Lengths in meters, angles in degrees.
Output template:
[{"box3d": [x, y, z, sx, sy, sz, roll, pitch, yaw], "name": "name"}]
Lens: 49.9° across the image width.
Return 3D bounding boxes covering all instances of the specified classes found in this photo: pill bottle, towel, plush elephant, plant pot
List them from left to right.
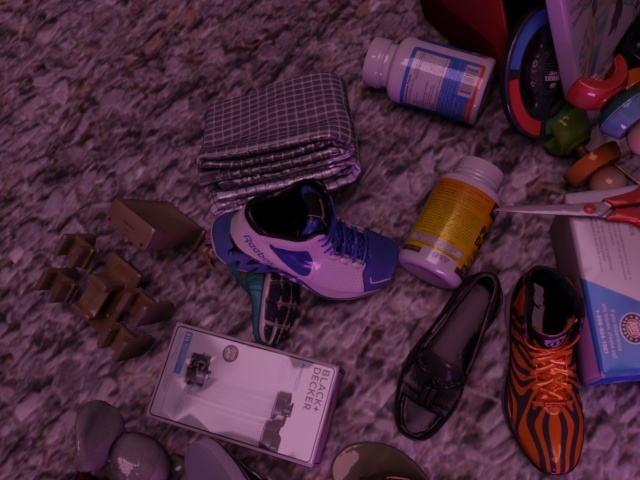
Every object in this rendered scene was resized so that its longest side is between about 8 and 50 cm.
[{"box3d": [-0.338, 0.401, 1.061, 0.330, 0.255, 0.272, -24, 113, 33], "name": "plush elephant"}, {"box3d": [-0.079, -0.181, 1.211, 0.284, 0.121, 0.235, -13, 42, 5], "name": "towel"}, {"box3d": [0.194, -0.299, 1.249, 0.222, 0.124, 0.124, 20, 77, 14], "name": "pill bottle"}, {"box3d": [0.228, -0.033, 1.167, 0.117, 0.117, 0.215, 27, 79, 15], "name": "pill bottle"}, {"box3d": [0.313, -0.489, 1.233, 0.236, 0.267, 0.267, 33, 80, 32], "name": "plant pot"}]

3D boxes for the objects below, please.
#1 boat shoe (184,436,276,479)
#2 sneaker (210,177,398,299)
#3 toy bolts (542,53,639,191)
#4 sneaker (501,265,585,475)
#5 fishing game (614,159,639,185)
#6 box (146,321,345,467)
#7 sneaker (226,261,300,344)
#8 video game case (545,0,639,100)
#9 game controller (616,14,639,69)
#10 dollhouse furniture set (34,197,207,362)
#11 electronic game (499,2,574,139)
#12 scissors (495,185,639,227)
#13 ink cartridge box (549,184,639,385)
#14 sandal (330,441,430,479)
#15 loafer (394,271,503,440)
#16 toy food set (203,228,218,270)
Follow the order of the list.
[{"box3d": [-0.088, 0.422, 1.063, 0.306, 0.105, 0.113, 49, 126, 9], "name": "boat shoe"}, {"box3d": [-0.001, 0.000, 1.093, 0.316, 0.182, 0.127, 13, 65, -21], "name": "sneaker"}, {"box3d": [0.497, -0.185, 1.114, 0.218, 0.228, 0.158, -33, 71, 0], "name": "toy bolts"}, {"box3d": [0.340, 0.191, 1.049, 0.125, 0.180, 0.321, -7, 72, 7], "name": "sneaker"}, {"box3d": [0.646, -0.182, 1.175, 0.189, 0.041, 0.264, 39, 102, 17], "name": "fishing game"}, {"box3d": [-0.120, 0.253, 1.144, 0.290, 0.087, 0.169, 15, 76, 12], "name": "box"}, {"box3d": [-0.106, 0.053, 1.213, 0.110, 0.107, 0.275, -16, 66, 23], "name": "sneaker"}, {"box3d": [0.457, -0.451, 1.136, 0.036, 0.329, 0.300, 18, 61, 40], "name": "video game case"}, {"box3d": [0.699, -0.310, 1.225, 0.319, 0.067, 0.166, 36, 67, 16], "name": "game controller"}, {"box3d": [-0.340, 0.054, 1.233, 0.212, 0.161, 0.242, 37, 103, 16], "name": "dollhouse furniture set"}, {"box3d": [0.385, -0.289, 1.182, 0.048, 0.229, 0.229, 20, 74, 48], "name": "electronic game"}, {"box3d": [0.420, -0.038, 1.021, 0.297, 0.021, 0.109, -12, 70, 4], "name": "scissors"}, {"box3d": [0.590, 0.060, 1.061, 0.395, 0.166, 0.285, -7, 72, 7], "name": "ink cartridge box"}, {"box3d": [0.124, 0.394, 1.022, 0.120, 0.086, 0.303, -52, 42, -8], "name": "sandal"}, {"box3d": [0.205, 0.180, 1.116, 0.109, 0.095, 0.302, 27, 79, 15], "name": "loafer"}, {"box3d": [-0.181, -0.011, 1.229, 0.122, 0.019, 0.078, -60, 37, 14], "name": "toy food set"}]
